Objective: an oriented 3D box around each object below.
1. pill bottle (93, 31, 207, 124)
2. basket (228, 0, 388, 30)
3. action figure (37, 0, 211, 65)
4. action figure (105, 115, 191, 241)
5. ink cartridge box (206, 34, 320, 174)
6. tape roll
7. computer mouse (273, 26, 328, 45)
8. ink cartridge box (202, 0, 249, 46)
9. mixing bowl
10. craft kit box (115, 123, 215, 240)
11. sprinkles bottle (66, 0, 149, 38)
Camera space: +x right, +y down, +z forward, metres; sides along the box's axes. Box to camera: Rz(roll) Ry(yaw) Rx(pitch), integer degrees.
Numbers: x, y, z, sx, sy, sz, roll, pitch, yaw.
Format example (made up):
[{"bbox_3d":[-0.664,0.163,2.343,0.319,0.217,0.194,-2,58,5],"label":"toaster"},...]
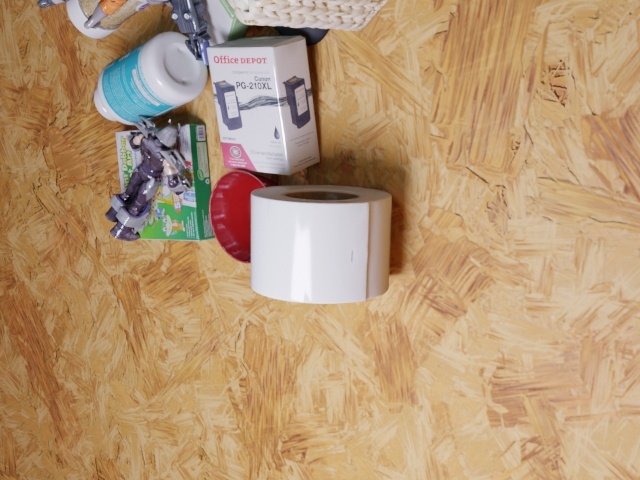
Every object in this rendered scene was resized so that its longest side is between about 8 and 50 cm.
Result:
[{"bbox_3d":[-0.368,-0.328,1.718,0.264,0.146,0.146,-13,90,43],"label":"pill bottle"},{"bbox_3d":[-0.028,-0.531,1.300,0.266,0.331,0.328,-45,70,37],"label":"basket"},{"bbox_3d":[-0.321,-0.449,1.470,0.330,0.178,0.341,-4,119,28],"label":"action figure"},{"bbox_3d":[-0.363,-0.138,1.725,0.185,0.099,0.285,52,121,28],"label":"action figure"},{"bbox_3d":[-0.106,-0.254,1.529,0.172,0.100,0.237,9,116,37],"label":"ink cartridge box"},{"bbox_3d":[0.000,0.000,1.425,0.246,0.246,0.169,11,104,37],"label":"tape roll"},{"bbox_3d":[-0.088,-0.466,1.523,0.272,0.072,0.188,49,124,22],"label":"computer mouse"},{"bbox_3d":[-0.212,-0.451,1.593,0.171,0.056,0.235,57,161,6],"label":"ink cartridge box"},{"bbox_3d":[-0.121,-0.054,1.603,0.182,0.098,0.181,11,108,37],"label":"mixing bowl"},{"bbox_3d":[-0.344,-0.125,1.802,0.247,0.061,0.249,1,98,41],"label":"craft kit box"},{"bbox_3d":[-0.387,-0.546,1.716,0.355,0.121,0.121,-18,86,39],"label":"sprinkles bottle"}]
